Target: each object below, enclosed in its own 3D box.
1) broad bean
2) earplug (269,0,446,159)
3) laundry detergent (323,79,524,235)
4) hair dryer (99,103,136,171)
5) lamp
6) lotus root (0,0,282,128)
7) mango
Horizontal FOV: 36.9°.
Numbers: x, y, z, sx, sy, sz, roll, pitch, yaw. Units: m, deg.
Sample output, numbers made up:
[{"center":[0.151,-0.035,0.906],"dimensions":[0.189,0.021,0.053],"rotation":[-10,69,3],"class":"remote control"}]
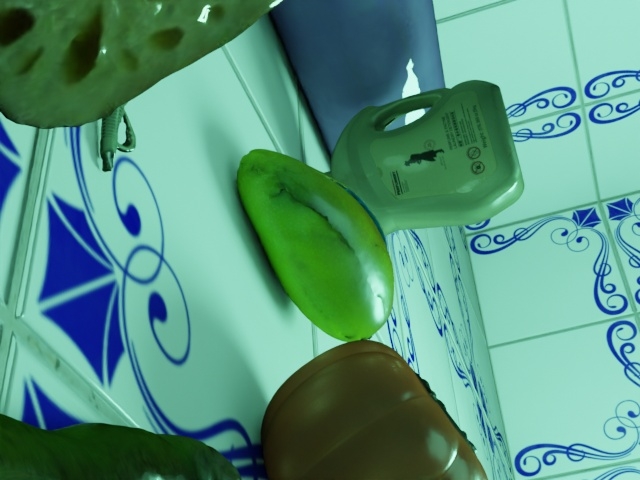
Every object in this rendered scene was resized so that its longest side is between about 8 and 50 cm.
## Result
[{"center":[-0.107,0.115,0.415],"dimensions":[0.077,0.061,0.339],"rotation":[67,9,19],"class":"broad bean"},{"center":[0.077,-0.212,1.305],"dimensions":[0.215,0.215,0.455],"rotation":[-91,165,-48],"class":"earplug"},{"center":[0.109,-0.093,1.168],"dimensions":[0.091,0.253,0.181],"rotation":[43,35,-67],"class":"laundry detergent"},{"center":[-0.150,-0.164,0.633],"dimensions":[0.167,0.067,0.199],"rotation":[56,36,-33],"class":"hair dryer"},{"center":[0.035,0.179,0.759],"dimensions":[0.187,0.164,0.187],"rotation":[52,3,-4],"class":"lamp"},{"center":[-0.096,-0.249,0.398],"dimensions":[0.250,0.316,0.316],"rotation":[63,7,23],"class":"lotus root"},{"center":[0.000,0.000,0.931],"dimensions":[0.233,0.111,0.125],"rotation":[55,9,-27],"class":"mango"}]
